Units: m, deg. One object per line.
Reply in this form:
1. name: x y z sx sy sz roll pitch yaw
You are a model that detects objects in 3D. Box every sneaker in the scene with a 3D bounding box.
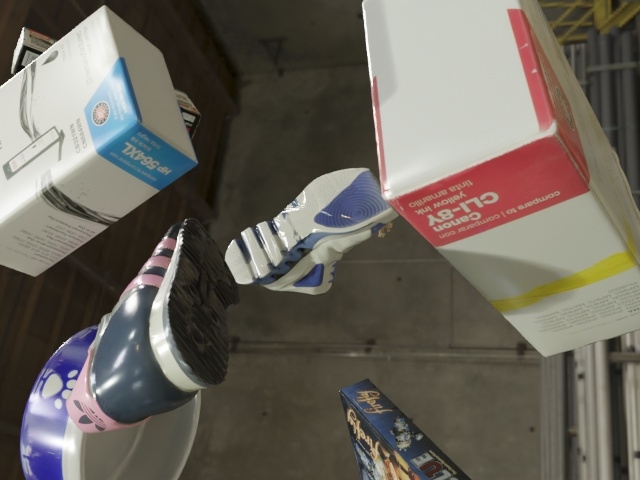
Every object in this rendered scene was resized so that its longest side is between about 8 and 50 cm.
1. sneaker: -0.001 0.001 1.351 0.182 0.315 0.127 40 -156 -59
2. sneaker: -0.159 0.069 0.718 0.112 0.131 0.319 58 -173 -13

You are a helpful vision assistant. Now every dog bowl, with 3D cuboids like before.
1. dog bowl: -0.282 0.252 1.038 0.265 0.104 0.265 7 -90 -67

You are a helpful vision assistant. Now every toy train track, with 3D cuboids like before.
1. toy train track: 0.124 -0.046 1.390 0.048 0.014 0.083 4 -80 -38

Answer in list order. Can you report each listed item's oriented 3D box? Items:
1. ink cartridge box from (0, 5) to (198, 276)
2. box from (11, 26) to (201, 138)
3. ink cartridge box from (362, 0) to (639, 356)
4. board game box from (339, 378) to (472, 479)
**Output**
1. ink cartridge box: -0.228 -0.085 0.671 0.086 0.203 0.148 35 -153 -56
2. box: -0.250 -0.184 0.875 0.036 0.207 0.114 -64 28 14
3. ink cartridge box: 0.215 -0.080 0.795 0.384 0.160 0.279 39 -143 -43
4. board game box: 0.100 0.275 0.804 0.243 0.042 0.165 -147 40 -65
